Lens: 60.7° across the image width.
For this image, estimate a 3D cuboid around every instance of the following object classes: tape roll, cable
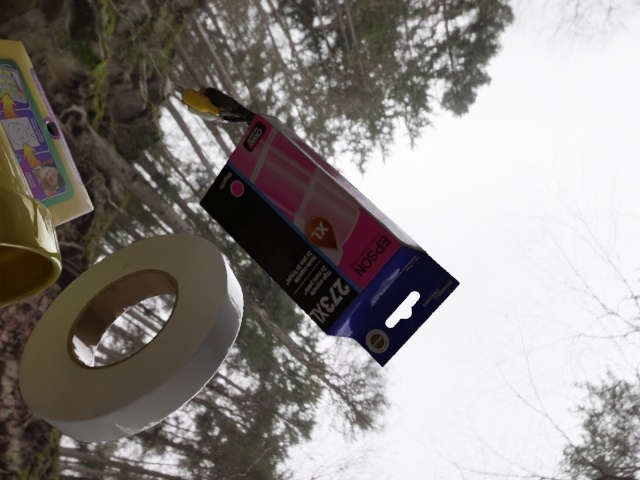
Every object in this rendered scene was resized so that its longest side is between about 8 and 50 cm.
[{"bbox_3d":[-0.322,0.146,0.939,0.391,0.072,0.392,-15,-139,13],"label":"tape roll"},{"bbox_3d":[-0.168,-0.242,1.120,0.287,0.139,0.072,35,-85,27],"label":"cable"}]

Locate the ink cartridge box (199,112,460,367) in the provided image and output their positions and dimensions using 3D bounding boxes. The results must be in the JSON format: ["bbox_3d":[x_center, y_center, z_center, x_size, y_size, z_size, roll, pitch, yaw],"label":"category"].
[{"bbox_3d":[0.000,0.000,0.784,0.371,0.069,0.176,43,-69,13],"label":"ink cartridge box"}]

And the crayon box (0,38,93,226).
[{"bbox_3d":[-0.603,-0.174,0.986,0.106,0.363,0.313,-15,-166,14],"label":"crayon box"}]

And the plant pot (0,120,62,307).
[{"bbox_3d":[-0.496,-0.049,0.725,0.253,0.254,0.239,-19,-108,4],"label":"plant pot"}]
